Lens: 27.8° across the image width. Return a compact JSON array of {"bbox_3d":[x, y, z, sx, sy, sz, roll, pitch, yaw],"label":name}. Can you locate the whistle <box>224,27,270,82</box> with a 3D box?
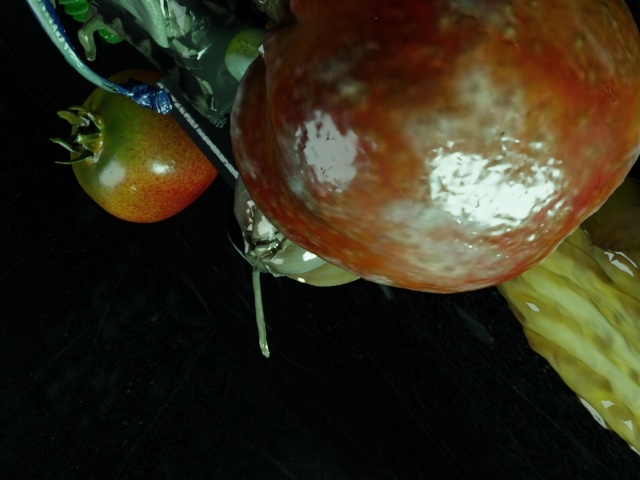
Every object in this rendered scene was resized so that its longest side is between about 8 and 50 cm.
[{"bbox_3d":[0.003,-0.129,1.157,0.198,0.057,0.104,30,175,14],"label":"whistle"}]

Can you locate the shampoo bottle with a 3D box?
[{"bbox_3d":[-0.080,-0.107,1.655,0.309,0.098,0.071,50,161,4],"label":"shampoo bottle"}]

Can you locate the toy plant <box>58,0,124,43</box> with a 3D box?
[{"bbox_3d":[-0.312,-0.356,1.774,0.154,0.088,0.240,52,165,3],"label":"toy plant"}]

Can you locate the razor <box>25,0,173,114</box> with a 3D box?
[{"bbox_3d":[-0.270,-0.244,1.281,0.324,0.056,0.093,52,167,-29],"label":"razor"}]

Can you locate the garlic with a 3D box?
[{"bbox_3d":[0.000,0.000,1.495,0.207,0.257,0.207,6,147,4],"label":"garlic"}]

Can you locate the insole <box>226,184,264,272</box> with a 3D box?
[{"bbox_3d":[-0.087,-0.046,1.692,0.109,0.007,0.322,42,-161,-19],"label":"insole"}]

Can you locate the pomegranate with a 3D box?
[{"bbox_3d":[-0.265,-0.141,1.852,0.256,0.221,0.221,9,-157,-46],"label":"pomegranate"}]

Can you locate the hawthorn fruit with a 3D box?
[{"bbox_3d":[0.075,-0.104,0.869,0.284,0.284,0.284,47,165,17],"label":"hawthorn fruit"}]

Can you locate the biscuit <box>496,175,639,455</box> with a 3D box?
[{"bbox_3d":[0.261,0.067,1.036,0.326,0.107,0.326,51,167,17],"label":"biscuit"}]

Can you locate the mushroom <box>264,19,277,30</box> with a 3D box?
[{"bbox_3d":[0.005,-0.181,1.238,0.126,0.085,0.109,7,127,34],"label":"mushroom"}]

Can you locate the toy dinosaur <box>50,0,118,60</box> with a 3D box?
[{"bbox_3d":[-0.263,-0.320,1.566,0.077,0.162,0.294,27,156,15],"label":"toy dinosaur"}]

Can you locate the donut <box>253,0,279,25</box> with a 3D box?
[{"bbox_3d":[-0.001,-0.256,1.055,0.270,0.103,0.270,45,165,16],"label":"donut"}]

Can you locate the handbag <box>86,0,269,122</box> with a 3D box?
[{"bbox_3d":[-0.197,-0.332,1.244,0.317,0.180,0.416,50,172,40],"label":"handbag"}]
